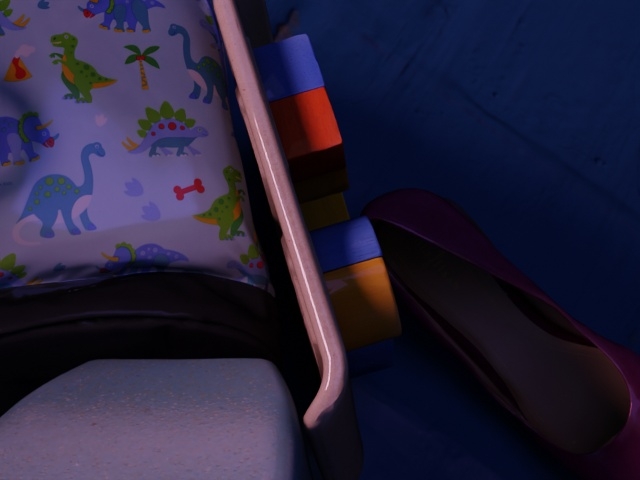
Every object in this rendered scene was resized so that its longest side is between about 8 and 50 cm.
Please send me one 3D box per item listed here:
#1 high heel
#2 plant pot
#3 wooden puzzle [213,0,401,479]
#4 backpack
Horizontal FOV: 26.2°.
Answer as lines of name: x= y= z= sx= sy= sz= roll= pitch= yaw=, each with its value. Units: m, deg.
high heel: x=0.173 y=0.108 z=1.174 sx=0.377 sy=0.127 sz=0.181 roll=44 pitch=19 yaw=15
plant pot: x=-0.107 y=0.215 z=0.923 sx=0.248 sy=0.247 sz=0.252 roll=-2 pitch=43 yaw=12
wooden puzzle: x=0.000 y=0.000 z=1.069 sx=0.080 sy=0.322 sz=0.348 roll=-12 pitch=71 yaw=-1
backpack: x=-0.183 y=-0.062 z=1.077 sx=0.290 sy=0.273 sz=0.355 roll=-1 pitch=52 yaw=-15
